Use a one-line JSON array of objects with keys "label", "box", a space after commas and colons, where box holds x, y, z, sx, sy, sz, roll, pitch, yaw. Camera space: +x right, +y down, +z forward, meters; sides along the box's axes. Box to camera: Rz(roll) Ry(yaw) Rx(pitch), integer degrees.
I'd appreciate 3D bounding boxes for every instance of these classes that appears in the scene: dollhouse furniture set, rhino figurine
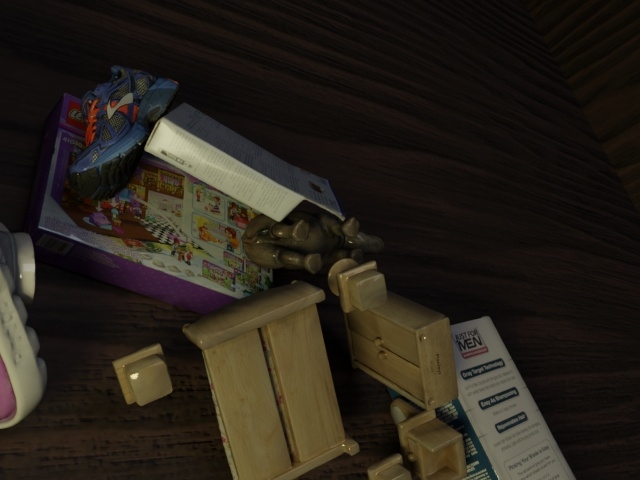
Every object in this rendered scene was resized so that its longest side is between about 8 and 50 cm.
[{"label": "dollhouse furniture set", "box": [-0.038, 0.184, 0.875, 0.356, 0.174, 0.303, -19, 110, -24]}, {"label": "rhino figurine", "box": [0.000, 0.000, 0.964, 0.243, 0.106, 0.073, -1, 95, -55]}]

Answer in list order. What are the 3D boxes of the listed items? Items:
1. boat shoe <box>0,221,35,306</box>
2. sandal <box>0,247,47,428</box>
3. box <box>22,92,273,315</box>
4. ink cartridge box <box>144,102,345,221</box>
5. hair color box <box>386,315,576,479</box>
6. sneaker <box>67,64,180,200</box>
[{"label": "boat shoe", "box": [-0.300, 0.014, 0.680, 0.063, 0.066, 0.184, -2, 18, -35]}, {"label": "sandal", "box": [-0.331, -0.010, 0.550, 0.416, 0.169, 0.102, 65, 30, -25]}, {"label": "box", "box": [-0.189, -0.029, 0.909, 0.293, 0.057, 0.200, 24, 44, -32]}, {"label": "ink cartridge box", "box": [-0.085, -0.085, 0.915, 0.224, 0.045, 0.223, 28, 11, -9]}, {"label": "hair color box", "box": [0.231, 0.286, 1.044, 0.174, 0.105, 0.347, -3, 62, -49]}, {"label": "sneaker", "box": [-0.230, -0.122, 0.845, 0.087, 0.083, 0.221, 26, 35, -9]}]
